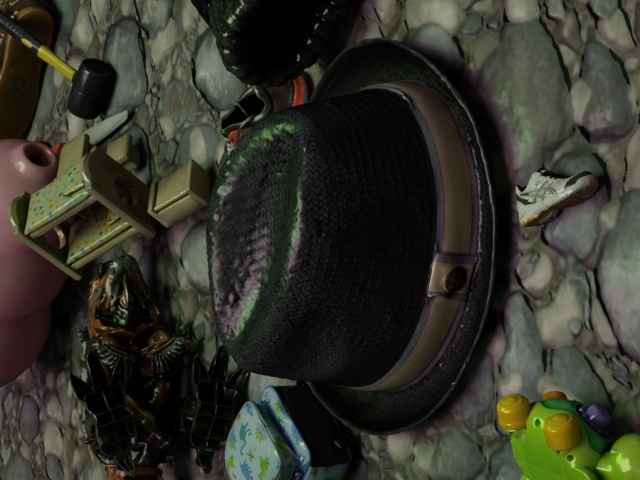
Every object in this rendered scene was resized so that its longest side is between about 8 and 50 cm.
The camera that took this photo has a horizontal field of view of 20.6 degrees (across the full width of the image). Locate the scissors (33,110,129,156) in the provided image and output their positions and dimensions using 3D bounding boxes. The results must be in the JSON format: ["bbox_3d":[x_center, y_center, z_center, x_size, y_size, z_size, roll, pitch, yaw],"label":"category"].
[{"bbox_3d":[-0.288,-0.104,1.976,0.297,0.021,0.109,-47,53,48],"label":"scissors"}]

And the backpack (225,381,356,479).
[{"bbox_3d":[-0.035,0.196,1.566,0.105,0.084,0.114,56,138,41],"label":"backpack"}]

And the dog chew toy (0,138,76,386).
[{"bbox_3d":[-0.370,0.020,1.949,0.332,0.206,0.207,-56,48,37],"label":"dog chew toy"}]

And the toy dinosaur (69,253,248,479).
[{"bbox_3d":[-0.170,0.173,1.753,0.322,0.164,0.218,64,158,2],"label":"toy dinosaur"}]

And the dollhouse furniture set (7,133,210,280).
[{"bbox_3d":[-0.209,-0.081,1.771,0.182,0.101,0.161,-29,40,28],"label":"dollhouse furniture set"}]

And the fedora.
[{"bbox_3d":[0.000,0.000,1.440,0.334,0.152,0.334,5,95,56],"label":"fedora"}]

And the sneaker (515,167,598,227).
[{"bbox_3d":[0.169,-0.039,1.293,0.083,0.032,0.037,-31,67,52],"label":"sneaker"}]

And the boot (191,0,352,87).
[{"bbox_3d":[-0.055,-0.333,1.513,0.260,0.131,0.348,-126,35,-49],"label":"boot"}]

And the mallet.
[{"bbox_3d":[-0.303,-0.196,1.932,0.189,0.039,0.062,31,120,29],"label":"mallet"}]

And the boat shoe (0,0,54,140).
[{"bbox_3d":[-0.362,-0.197,2.040,0.073,0.073,0.207,52,125,40],"label":"boat shoe"}]

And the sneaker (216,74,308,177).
[{"bbox_3d":[-0.071,-0.101,1.616,0.158,0.065,0.061,-56,48,41],"label":"sneaker"}]

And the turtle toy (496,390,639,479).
[{"bbox_3d":[0.186,0.152,1.249,0.130,0.066,0.095,17,129,52],"label":"turtle toy"}]
